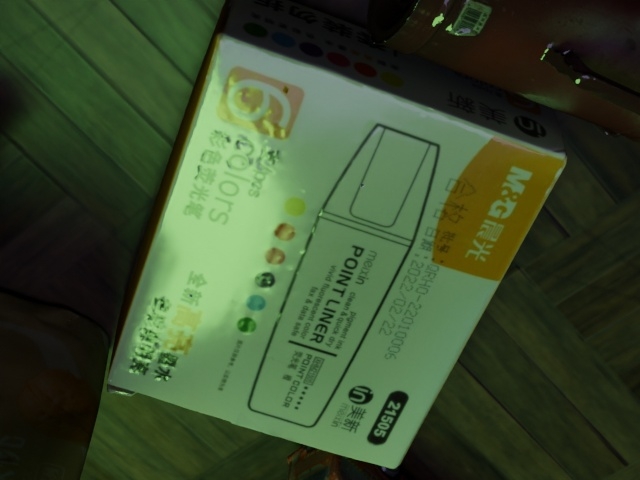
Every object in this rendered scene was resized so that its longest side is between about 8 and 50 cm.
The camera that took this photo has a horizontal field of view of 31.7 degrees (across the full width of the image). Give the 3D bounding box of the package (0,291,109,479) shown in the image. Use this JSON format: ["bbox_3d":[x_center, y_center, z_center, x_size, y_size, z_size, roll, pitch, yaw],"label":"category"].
[{"bbox_3d":[-0.275,0.144,0.687,0.221,0.311,0.165,-20,121,15],"label":"package"}]

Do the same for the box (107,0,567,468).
[{"bbox_3d":[0.000,0.000,0.720,0.221,0.091,0.274,16,121,-8],"label":"box"}]

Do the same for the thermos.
[{"bbox_3d":[0.149,-0.113,0.632,0.232,0.124,0.099,19,123,-17],"label":"thermos"}]

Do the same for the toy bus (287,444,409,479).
[{"bbox_3d":[0.056,0.222,0.859,0.065,0.077,0.192,-38,112,25],"label":"toy bus"}]
